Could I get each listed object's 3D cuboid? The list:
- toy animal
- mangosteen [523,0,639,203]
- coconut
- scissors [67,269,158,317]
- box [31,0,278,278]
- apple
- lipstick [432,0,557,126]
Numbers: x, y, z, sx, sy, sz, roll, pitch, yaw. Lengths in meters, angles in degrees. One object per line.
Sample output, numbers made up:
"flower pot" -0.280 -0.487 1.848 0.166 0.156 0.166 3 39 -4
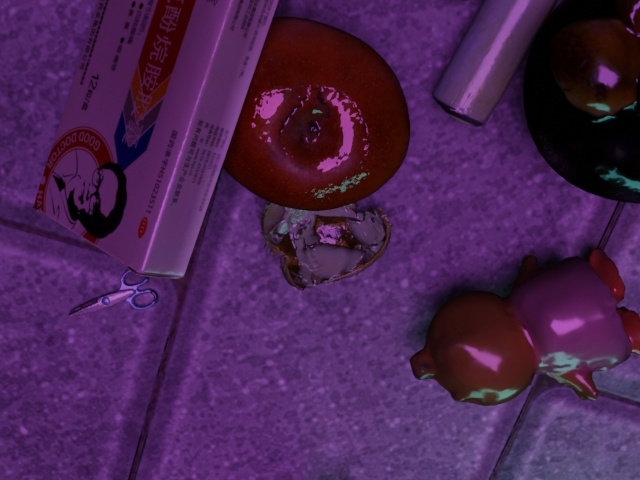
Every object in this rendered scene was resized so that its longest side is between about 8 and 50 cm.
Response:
"toy animal" 0.248 0.118 0.887 0.281 0.169 0.195 -22 65 12
"mangosteen" 0.342 -0.169 0.718 0.275 0.302 0.275 -1 86 15
"coconut" -0.001 -0.004 0.897 0.158 0.055 0.133 23 108 -7
"scissors" -0.275 0.076 0.941 0.119 0.014 0.058 -19 104 2
"box" -0.169 -0.162 0.737 0.214 0.069 0.353 24 99 37
"apple" -0.015 -0.133 0.791 0.235 0.173 0.210 5 109 -4
"lipstick" 0.224 -0.272 0.800 0.076 0.076 0.304 25 106 -9
